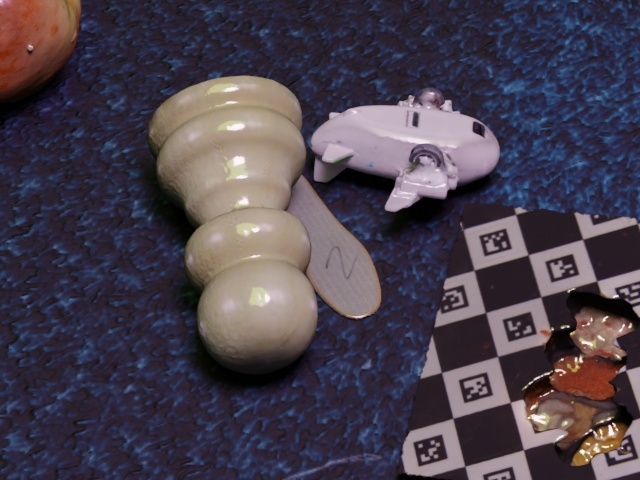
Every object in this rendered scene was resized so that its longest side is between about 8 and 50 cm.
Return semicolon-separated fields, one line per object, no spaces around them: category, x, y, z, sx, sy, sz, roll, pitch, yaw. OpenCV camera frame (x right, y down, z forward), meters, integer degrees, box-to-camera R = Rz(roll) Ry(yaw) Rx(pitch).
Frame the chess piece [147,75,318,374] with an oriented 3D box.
chess piece;-0.066;-0.001;1.695;0.144;0.144;0.251;-8;60;-6

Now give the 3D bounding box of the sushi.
sushi;0.220;0.102;1.659;0.264;0.050;0.290;4;54;21

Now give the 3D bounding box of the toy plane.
toy plane;0.077;-0.082;1.780;0.174;0.080;0.174;1;34;-1

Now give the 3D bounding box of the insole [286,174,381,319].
insole;0.000;0.000;1.764;0.064;0.004;0.188;-23;56;-18

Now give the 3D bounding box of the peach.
peach;-0.339;-0.217;1.829;0.232;0.232;0.233;0;53;0
